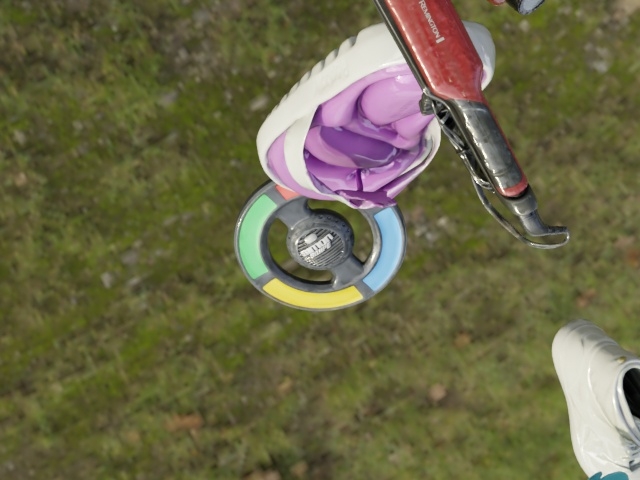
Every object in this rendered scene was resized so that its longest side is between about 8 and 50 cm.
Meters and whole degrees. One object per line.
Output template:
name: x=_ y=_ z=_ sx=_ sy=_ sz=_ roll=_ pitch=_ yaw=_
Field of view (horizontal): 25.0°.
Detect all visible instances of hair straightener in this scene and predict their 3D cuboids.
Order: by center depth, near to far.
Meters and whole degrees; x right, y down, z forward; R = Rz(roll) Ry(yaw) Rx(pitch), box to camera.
hair straightener: x=0.101 y=-0.092 z=0.982 sx=0.047 sy=0.230 sz=0.089 roll=-35 pitch=-172 yaw=-5

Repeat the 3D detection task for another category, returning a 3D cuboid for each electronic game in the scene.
electronic game: x=0.000 y=0.000 z=1.902 sx=0.229 sy=0.048 sz=0.229 roll=0 pitch=125 yaw=0

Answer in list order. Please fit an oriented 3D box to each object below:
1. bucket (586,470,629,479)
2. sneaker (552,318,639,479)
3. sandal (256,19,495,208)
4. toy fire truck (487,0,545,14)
bucket: x=0.328 y=0.429 z=1.699 sx=0.183 sy=0.281 sz=0.281 roll=-41 pitch=149 yaw=29
sneaker: x=0.402 y=0.253 z=1.863 sx=0.108 sy=0.169 sz=0.292 roll=-32 pitch=116 yaw=-11
sandal: x=0.037 y=-0.081 z=1.280 sx=0.169 sy=0.102 sz=0.416 roll=0 pitch=165 yaw=-9
toy fire truck: x=0.204 y=-0.344 z=1.422 sx=0.217 sy=0.158 sz=0.246 roll=-50 pitch=155 yaw=13
